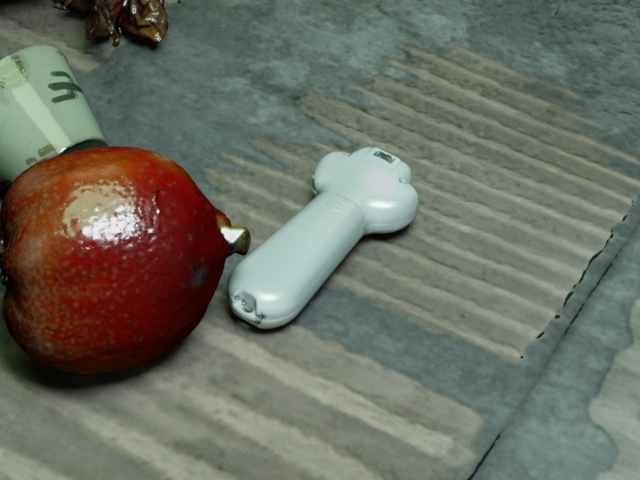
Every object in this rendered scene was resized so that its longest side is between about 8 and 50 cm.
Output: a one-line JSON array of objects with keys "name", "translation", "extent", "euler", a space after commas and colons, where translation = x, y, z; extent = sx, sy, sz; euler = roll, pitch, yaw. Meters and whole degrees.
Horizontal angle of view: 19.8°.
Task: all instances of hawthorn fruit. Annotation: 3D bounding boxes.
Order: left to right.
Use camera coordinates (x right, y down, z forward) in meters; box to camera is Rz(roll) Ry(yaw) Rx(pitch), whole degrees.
[{"name": "hawthorn fruit", "translation": [-0.146, 0.014, 1.354], "extent": [0.188, 0.169, 0.169], "euler": [-1, 45, -8]}]

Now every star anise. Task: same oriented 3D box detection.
[{"name": "star anise", "translation": [-0.182, -0.208, 1.626], "extent": [0.097, 0.070, 0.191], "euler": [1, 35, -14]}]

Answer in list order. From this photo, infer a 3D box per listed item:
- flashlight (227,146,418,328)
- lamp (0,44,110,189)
[{"name": "flashlight", "translation": [0.000, 0.000, 1.447], "extent": [0.093, 0.047, 0.200], "euler": [27, 53, 23]}, {"name": "lamp", "translation": [-0.265, -0.125, 1.504], "extent": [0.121, 0.121, 0.215], "euler": [-28, 64, -27]}]
